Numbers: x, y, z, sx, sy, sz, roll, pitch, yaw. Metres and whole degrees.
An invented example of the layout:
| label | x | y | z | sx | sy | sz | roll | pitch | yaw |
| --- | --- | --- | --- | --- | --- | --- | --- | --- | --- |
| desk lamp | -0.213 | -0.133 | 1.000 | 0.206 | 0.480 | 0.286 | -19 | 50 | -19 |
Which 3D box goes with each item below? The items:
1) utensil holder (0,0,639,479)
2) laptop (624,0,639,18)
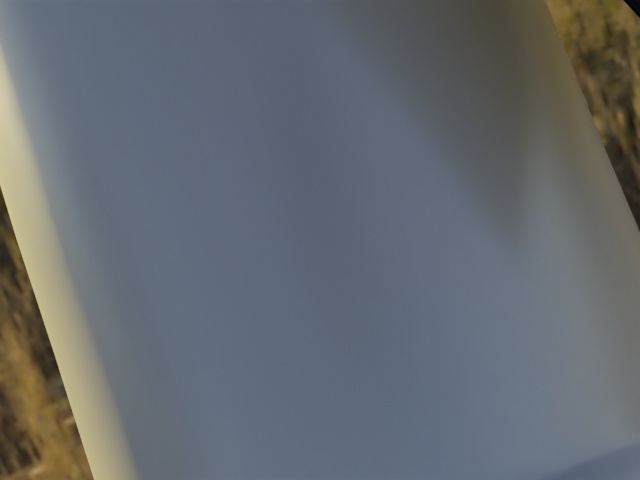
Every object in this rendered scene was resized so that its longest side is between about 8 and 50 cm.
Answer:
| label | x | y | z | sx | sy | sz | roll | pitch | yaw |
| --- | --- | --- | --- | --- | --- | --- | --- | --- | --- |
| utensil holder | 0.000 | 0.000 | 0.845 | 0.328 | 0.385 | 0.327 | -21 | -8 | -3 |
| laptop | 0.178 | -0.338 | 0.673 | 0.236 | 0.408 | 0.382 | -31 | 21 | 41 |
